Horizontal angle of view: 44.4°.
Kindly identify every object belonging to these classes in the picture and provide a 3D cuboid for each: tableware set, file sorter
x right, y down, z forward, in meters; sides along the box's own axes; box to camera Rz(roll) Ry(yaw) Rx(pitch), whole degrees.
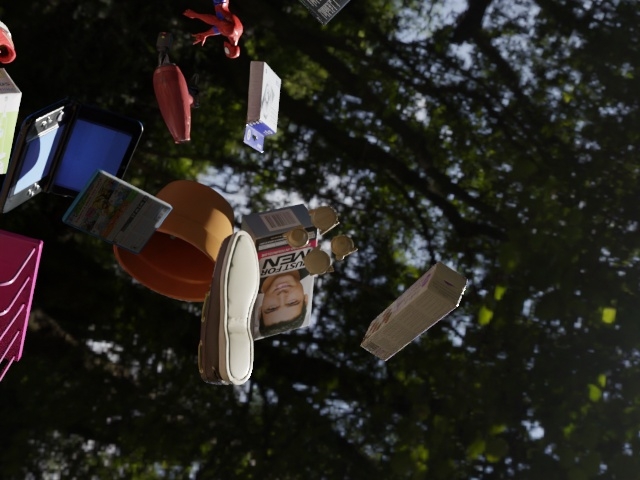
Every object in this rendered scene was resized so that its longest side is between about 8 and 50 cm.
[{"bbox_3d":[0.000,0.000,1.893,0.169,0.141,0.020,56,-13,20],"label":"tableware set"},{"bbox_3d":[-0.687,0.136,1.516,0.182,0.202,0.291,-91,-161,-64],"label":"file sorter"}]

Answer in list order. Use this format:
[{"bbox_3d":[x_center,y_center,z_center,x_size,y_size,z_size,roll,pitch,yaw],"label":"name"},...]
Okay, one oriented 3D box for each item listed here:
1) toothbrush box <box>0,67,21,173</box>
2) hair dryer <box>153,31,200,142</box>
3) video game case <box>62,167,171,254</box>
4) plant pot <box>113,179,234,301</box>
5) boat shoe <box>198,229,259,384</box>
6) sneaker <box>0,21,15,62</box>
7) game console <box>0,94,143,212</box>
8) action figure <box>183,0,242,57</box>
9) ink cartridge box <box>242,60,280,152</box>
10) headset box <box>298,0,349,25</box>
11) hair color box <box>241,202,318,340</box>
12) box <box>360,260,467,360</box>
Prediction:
[{"bbox_3d":[-0.945,-0.309,2.105,0.122,0.206,0.283,50,-48,25],"label":"toothbrush box"},{"bbox_3d":[-0.341,-0.365,1.968,0.080,0.224,0.294,-14,-128,19],"label":"hair dryer"},{"bbox_3d":[-0.377,-0.051,1.464,0.119,0.166,0.015,-51,-139,11],"label":"video game case"},{"bbox_3d":[-0.340,-0.012,1.960,0.291,0.290,0.204,-46,-161,52],"label":"plant pot"},{"bbox_3d":[-0.199,0.140,1.653,0.096,0.116,0.325,-9,-107,35],"label":"boat shoe"},{"bbox_3d":[-0.911,-0.552,2.110,0.118,0.107,0.279,63,12,9],"label":"sneaker"},{"bbox_3d":[-0.597,-0.176,1.872,0.293,0.173,0.250,-57,177,35],"label":"game console"},{"bbox_3d":[-0.253,-0.528,1.702,0.091,0.139,0.281,-63,139,-70],"label":"action figure"},{"bbox_3d":[-0.162,-0.373,2.228,0.223,0.045,0.224,6,90,-81],"label":"ink cartridge box"},{"bbox_3d":[0.019,-0.741,1.999,0.283,0.246,0.131,-42,-126,15],"label":"headset box"},{"bbox_3d":[-0.121,0.092,2.193,0.114,0.185,0.375,-125,-149,-44],"label":"hair color box"},{"bbox_3d":[0.167,0.141,1.473,0.063,0.067,0.324,-61,-177,-31],"label":"box"}]
